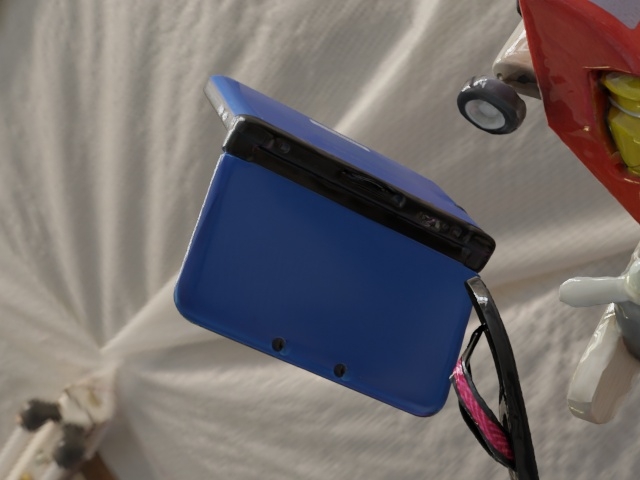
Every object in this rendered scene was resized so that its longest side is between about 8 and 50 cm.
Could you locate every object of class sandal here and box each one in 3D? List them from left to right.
[{"bbox_3d":[0.104,0.109,0.788,0.040,0.067,0.179,-12,-100,6],"label":"sandal"}]

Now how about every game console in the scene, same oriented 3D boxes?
[{"bbox_3d":[0.000,0.000,1.260,0.293,0.250,0.173,26,-77,-24],"label":"game console"}]

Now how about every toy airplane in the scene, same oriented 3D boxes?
[{"bbox_3d":[0.330,-0.063,1.105,0.272,0.384,0.386,1,-83,52],"label":"toy airplane"}]
